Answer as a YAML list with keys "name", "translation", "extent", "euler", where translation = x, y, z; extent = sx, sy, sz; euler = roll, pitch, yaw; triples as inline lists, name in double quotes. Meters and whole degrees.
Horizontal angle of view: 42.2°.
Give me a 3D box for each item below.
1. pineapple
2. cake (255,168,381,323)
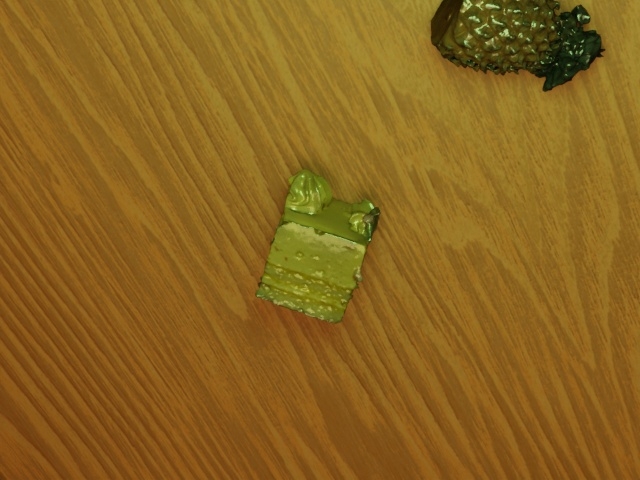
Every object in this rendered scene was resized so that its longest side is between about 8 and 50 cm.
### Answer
- name: "pineapple"
  translation: [0.412, -0.402, 1.630]
  extent: [0.357, 0.223, 0.223]
  euler: [20, 121, -14]
- name: "cake"
  translation: [0.000, 0.000, 1.903]
  extent: [0.227, 0.222, 0.286]
  euler: [18, 120, -2]
